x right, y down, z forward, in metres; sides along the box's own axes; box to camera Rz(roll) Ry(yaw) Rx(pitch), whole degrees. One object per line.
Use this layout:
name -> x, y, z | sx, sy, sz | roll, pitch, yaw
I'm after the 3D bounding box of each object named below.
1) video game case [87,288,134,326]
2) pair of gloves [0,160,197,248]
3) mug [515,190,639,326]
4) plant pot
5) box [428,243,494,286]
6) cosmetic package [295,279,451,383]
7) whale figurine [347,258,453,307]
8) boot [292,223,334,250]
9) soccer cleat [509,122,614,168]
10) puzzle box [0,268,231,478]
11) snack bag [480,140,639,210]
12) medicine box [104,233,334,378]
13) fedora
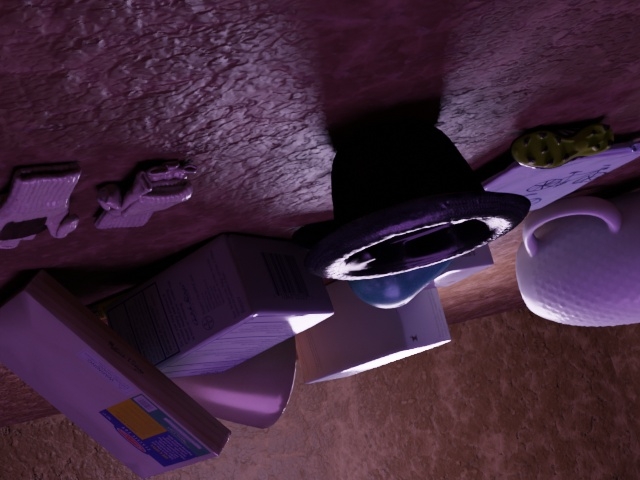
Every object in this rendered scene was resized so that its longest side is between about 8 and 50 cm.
video game case -> -0.348, 0.139, 1.877 | 0.248, 0.035, 0.275 | -21, 167, 26
pair of gloves -> -0.275, -0.039, 1.138 | 0.240, 0.042, 0.204 | -6, 165, -38
mug -> 0.584, 0.027, 2.044 | 0.328, 0.276, 0.374 | -14, 140, 33
plant pot -> -0.229, 0.242, 1.917 | 0.273, 0.257, 0.256 | 10, 157, -27
box -> 0.261, 0.041, 2.029 | 0.130, 0.091, 0.170 | -7, 166, -33
cosmetic package -> 0.104, 0.191, 2.239 | 0.156, 0.217, 0.385 | -3, 166, -42
whale figurine -> 0.183, 0.045, 1.831 | 0.271, 0.141, 0.216 | -15, 168, -1
boot -> 0.000, 0.000, 1.648 | 0.121, 0.045, 0.099 | -11, 171, -18
soccer cleat -> 0.354, -0.139, 1.415 | 0.178, 0.060, 0.072 | -11, 180, -20
puzzle box -> -0.369, 0.236, 1.567 | 0.272, 0.409, 0.052 | -28, -157, 47
snack bag -> 0.354, -0.100, 1.637 | 0.323, 0.037, 0.342 | -9, 167, -30
medicine box -> -0.174, 0.122, 1.652 | 0.289, 0.149, 0.263 | -29, 163, 25
fedora -> 0.113, -0.059, 1.248 | 0.333, 0.153, 0.334 | -14, 168, -3
